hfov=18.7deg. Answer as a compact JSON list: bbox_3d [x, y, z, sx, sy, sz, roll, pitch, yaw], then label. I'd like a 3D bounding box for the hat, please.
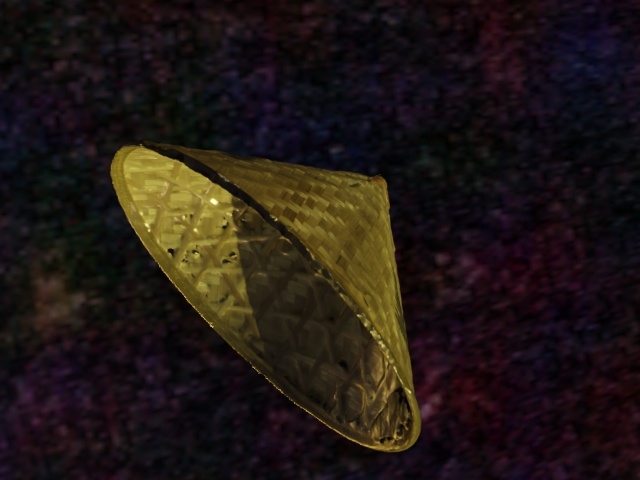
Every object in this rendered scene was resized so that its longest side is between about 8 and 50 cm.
[{"bbox_3d":[0.000,0.000,0.684,0.146,0.067,0.146,39,160,17],"label":"hat"}]
